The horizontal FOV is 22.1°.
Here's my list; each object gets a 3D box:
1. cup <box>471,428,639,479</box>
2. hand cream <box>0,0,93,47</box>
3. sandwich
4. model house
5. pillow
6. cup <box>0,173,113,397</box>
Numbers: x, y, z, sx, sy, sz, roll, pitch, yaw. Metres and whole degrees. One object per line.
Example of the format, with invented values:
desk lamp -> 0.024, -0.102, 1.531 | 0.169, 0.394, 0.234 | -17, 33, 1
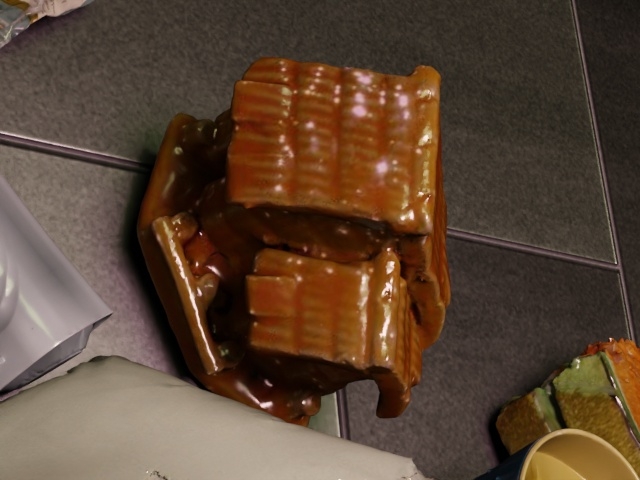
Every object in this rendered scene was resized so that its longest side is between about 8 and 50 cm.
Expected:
cup -> 0.134, 0.230, 1.197 | 0.176, 0.155, 0.131 | -20, 80, -40
hand cream -> -0.245, -0.158, 1.197 | 0.075, 0.052, 0.248 | 38, 52, 15
sandwich -> 0.244, 0.179, 1.350 | 0.160, 0.109, 0.185 | -8, 69, -60
model house -> -0.001, 0.001, 1.152 | 0.219, 0.229, 0.199 | 31, 56, -24
pillow -> -0.130, 0.172, 0.967 | 0.312, 0.310, 0.119 | -31, 124, -42
cup -> -0.219, 0.039, 1.058 | 0.129, 0.095, 0.128 | 53, 25, 2
